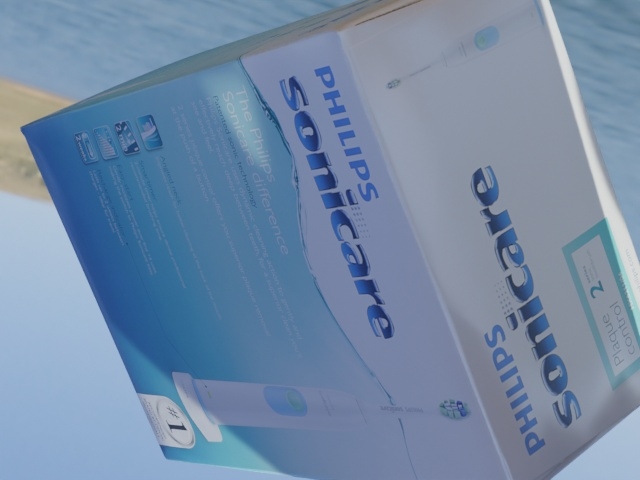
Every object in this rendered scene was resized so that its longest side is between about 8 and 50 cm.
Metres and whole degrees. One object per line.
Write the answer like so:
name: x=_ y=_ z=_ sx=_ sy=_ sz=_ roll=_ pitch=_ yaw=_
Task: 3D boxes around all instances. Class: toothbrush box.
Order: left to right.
toothbrush box: x=0.000 y=0.000 z=0.679 sx=0.126 sy=0.216 sz=0.295 roll=-29 pitch=-167 yaw=-34
